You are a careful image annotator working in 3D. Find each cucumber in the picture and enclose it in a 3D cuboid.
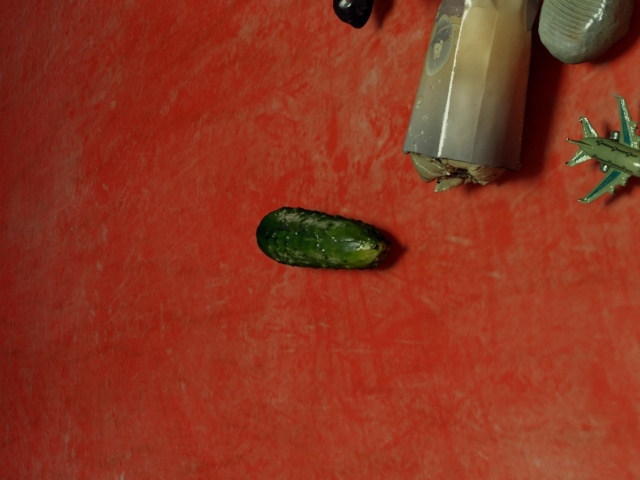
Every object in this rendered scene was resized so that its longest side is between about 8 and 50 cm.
[{"bbox_3d":[0.000,0.000,0.967,0.227,0.069,0.069,9,92,56],"label":"cucumber"}]

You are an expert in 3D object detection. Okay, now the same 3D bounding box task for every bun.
[{"bbox_3d":[0.198,-0.170,0.693,0.083,0.045,0.083,-20,66,53],"label":"bun"}]

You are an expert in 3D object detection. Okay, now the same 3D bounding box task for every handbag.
[{"bbox_3d":[0.124,-0.120,0.762,0.117,0.095,0.173,-84,5,-84],"label":"handbag"}]

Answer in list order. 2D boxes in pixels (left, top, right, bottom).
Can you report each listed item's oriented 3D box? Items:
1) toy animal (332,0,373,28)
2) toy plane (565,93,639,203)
[{"bbox_3d":[0.074,-0.337,0.842,0.195,0.090,0.324,-84,20,-57],"label":"toy animal"},{"bbox_3d":[0.212,-0.060,0.666,0.083,0.033,0.080,32,111,48],"label":"toy plane"}]
